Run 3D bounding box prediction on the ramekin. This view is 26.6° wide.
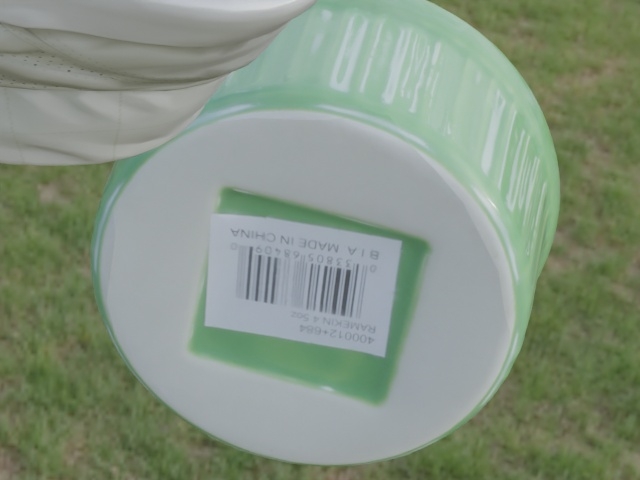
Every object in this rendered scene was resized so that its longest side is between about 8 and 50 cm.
[{"bbox_3d":[0.000,0.000,0.870,0.303,0.303,0.148,12,32,3],"label":"ramekin"}]

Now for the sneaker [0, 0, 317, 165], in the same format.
[{"bbox_3d":[-0.154,-0.086,0.376,0.293,0.169,0.108,14,72,-15],"label":"sneaker"}]
